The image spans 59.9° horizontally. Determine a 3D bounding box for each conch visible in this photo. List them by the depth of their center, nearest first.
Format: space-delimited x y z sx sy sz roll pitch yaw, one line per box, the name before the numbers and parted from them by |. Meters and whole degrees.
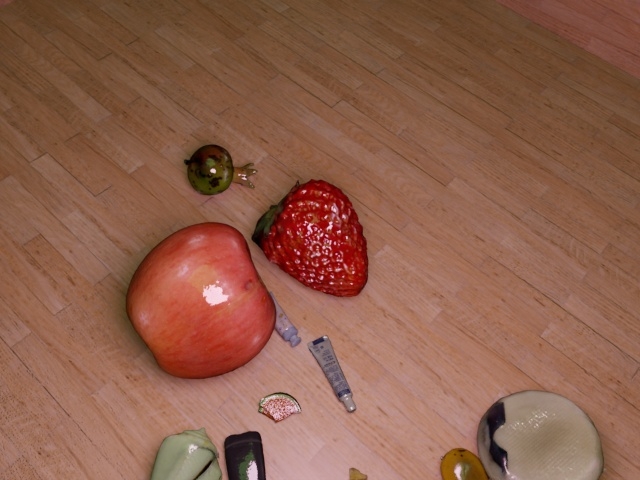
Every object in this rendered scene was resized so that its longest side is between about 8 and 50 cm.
conch | -0.302 0.543 1.231 0.137 0.143 0.250 -11 64 38

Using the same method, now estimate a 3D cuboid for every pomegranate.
pomegranate | -0.302 -0.215 1.700 0.220 0.156 0.156 -1 57 -11

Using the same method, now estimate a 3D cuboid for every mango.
mango | 0.348 0.566 1.299 0.103 0.076 0.161 -22 70 -25

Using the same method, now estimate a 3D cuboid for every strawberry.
strawberry | -0.005 -0.011 1.530 0.310 0.292 0.291 29 56 -17

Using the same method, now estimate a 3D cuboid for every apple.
apple | -0.291 0.151 1.348 0.364 0.363 0.363 2 57 -4

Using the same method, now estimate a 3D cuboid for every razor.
razor | -0.173 0.523 1.291 0.090 0.054 0.148 -10 58 -7

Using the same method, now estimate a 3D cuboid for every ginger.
ginger | 0.094 0.591 1.279 0.058 0.044 0.137 -2 57 -28

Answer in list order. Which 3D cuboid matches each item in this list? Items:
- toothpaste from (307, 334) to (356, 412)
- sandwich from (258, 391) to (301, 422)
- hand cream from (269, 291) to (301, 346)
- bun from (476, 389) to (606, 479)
toothpaste | 0.036 0.344 1.435 0.062 0.037 0.216 -20 57 -16
sandwich | -0.104 0.414 1.385 0.101 0.026 0.069 -19 65 -13
hand cream | -0.112 0.213 1.501 0.065 0.043 0.170 -30 62 -21
bun | 0.509 0.500 1.305 0.284 0.179 0.283 -9 43 8
